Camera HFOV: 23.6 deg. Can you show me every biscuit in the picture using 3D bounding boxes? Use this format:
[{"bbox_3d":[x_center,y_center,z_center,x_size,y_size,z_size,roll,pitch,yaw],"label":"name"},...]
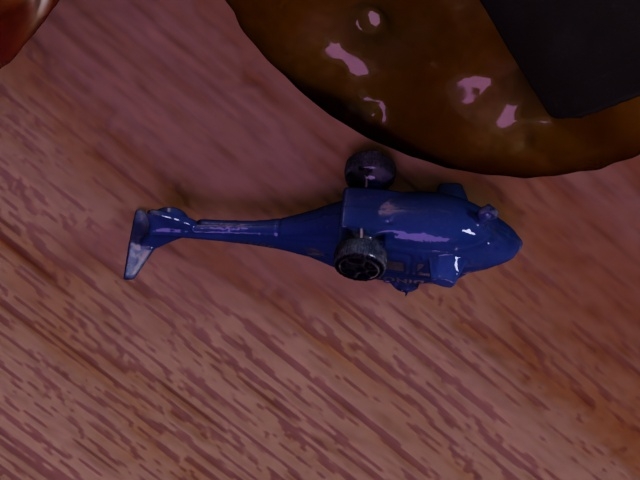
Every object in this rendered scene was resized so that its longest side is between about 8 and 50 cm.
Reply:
[{"bbox_3d":[0.062,-0.116,0.526,0.221,0.066,0.220,12,127,16],"label":"biscuit"}]

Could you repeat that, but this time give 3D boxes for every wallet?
[{"bbox_3d":[0.070,-0.110,0.474,0.082,0.018,0.156,-19,117,33],"label":"wallet"}]

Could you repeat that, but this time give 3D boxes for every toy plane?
[{"bbox_3d":[0.000,0.000,0.638,0.167,0.054,0.062,3,147,6],"label":"toy plane"}]

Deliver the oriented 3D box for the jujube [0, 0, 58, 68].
[{"bbox_3d":[-0.205,-0.097,0.512,0.213,0.213,0.232,41,119,-16],"label":"jujube"}]
